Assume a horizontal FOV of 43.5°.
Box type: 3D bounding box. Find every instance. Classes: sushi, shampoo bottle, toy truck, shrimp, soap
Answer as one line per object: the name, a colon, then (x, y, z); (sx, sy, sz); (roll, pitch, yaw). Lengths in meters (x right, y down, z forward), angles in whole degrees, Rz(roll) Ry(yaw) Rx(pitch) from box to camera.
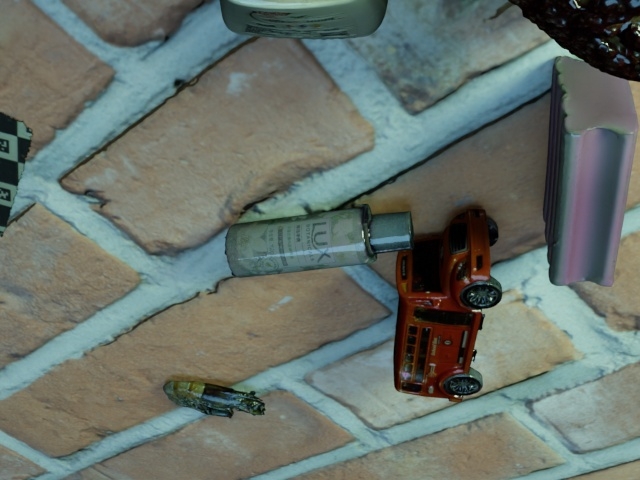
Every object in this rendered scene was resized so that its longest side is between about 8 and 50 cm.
sushi: (-0.442, -0.083, 0.914); (0.192, 0.040, 0.210); (21, 135, -13)
shampoo bottle: (-0.028, -0.196, 0.582); (0.153, 0.284, 0.071); (3, 96, 6)
shampoo bottle: (0.000, 0.000, 0.911); (0.214, 0.072, 0.072); (-7, 134, 15)
toy truck: (0.142, 0.080, 0.941); (0.114, 0.108, 0.253); (3, 136, 5)
shrimp: (-0.158, 0.241, 1.214); (0.160, 0.034, 0.091); (9, 148, 9)
soap: (0.254, -0.062, 0.770); (0.065, 0.122, 0.203); (-1, 136, 11)

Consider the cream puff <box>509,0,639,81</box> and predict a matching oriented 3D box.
cream puff: (0.204, -0.221, 0.531); (0.239, 0.239, 0.165); (29, 131, -20)
